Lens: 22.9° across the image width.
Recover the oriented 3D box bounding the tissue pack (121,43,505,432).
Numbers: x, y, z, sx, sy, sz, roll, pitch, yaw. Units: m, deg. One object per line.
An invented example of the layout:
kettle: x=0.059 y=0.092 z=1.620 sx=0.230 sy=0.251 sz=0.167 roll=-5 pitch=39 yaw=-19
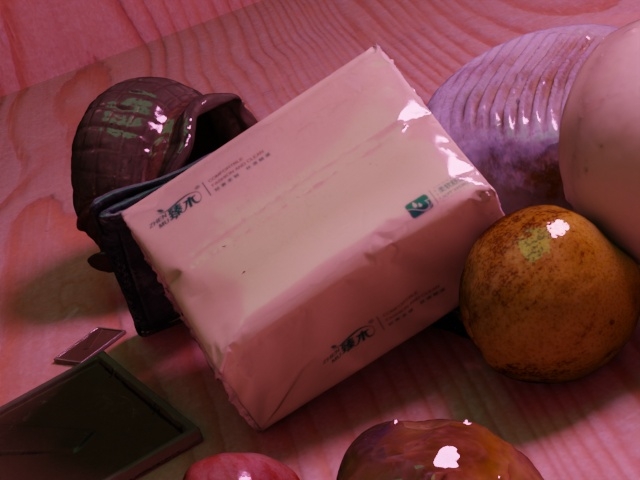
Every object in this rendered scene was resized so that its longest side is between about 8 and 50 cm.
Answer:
tissue pack: x=0.000 y=0.000 z=1.839 sx=0.380 sy=0.207 sz=0.297 roll=-34 pitch=51 yaw=-3

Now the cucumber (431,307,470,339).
cucumber: x=0.167 y=0.090 z=1.859 sx=0.058 sy=0.052 sz=0.214 roll=-49 pitch=31 yaw=-15

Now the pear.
pear: x=0.237 y=0.065 z=1.682 sx=0.197 sy=0.197 sz=0.197 roll=-17 pitch=22 yaw=7

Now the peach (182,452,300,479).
peach: x=-0.075 y=0.287 z=1.522 sx=0.152 sy=0.152 sz=0.152 roll=-17 pitch=22 yaw=7

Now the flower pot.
flower pot: x=-0.228 y=-0.085 z=2.328 sx=0.213 sy=0.302 sz=0.302 roll=6 pitch=32 yaw=26

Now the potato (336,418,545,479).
potato: x=0.094 y=0.273 z=1.240 sx=0.300 sy=0.237 sz=0.289 roll=-24 pitch=22 yaw=-9

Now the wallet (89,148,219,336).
wallet: x=-0.164 y=-0.010 z=2.056 sx=0.237 sy=0.342 sz=0.075 roll=-25 pitch=64 yaw=-9

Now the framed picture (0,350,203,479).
framed picture: x=-0.315 y=0.246 z=1.950 sx=0.247 sy=0.022 sz=0.335 roll=-29 pitch=23 yaw=-20

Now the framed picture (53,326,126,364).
framed picture: x=-0.322 y=0.147 z=2.209 sx=0.066 sy=0.007 sz=0.089 roll=1 pitch=30 yaw=44

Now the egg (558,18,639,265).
egg: x=0.413 y=-0.093 z=1.684 sx=0.283 sy=0.283 sz=0.345 roll=-30 pitch=40 yaw=-22

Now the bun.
bun: x=0.309 y=-0.128 z=2.020 sx=0.361 sy=0.211 sz=0.362 roll=-17 pitch=28 yaw=9
